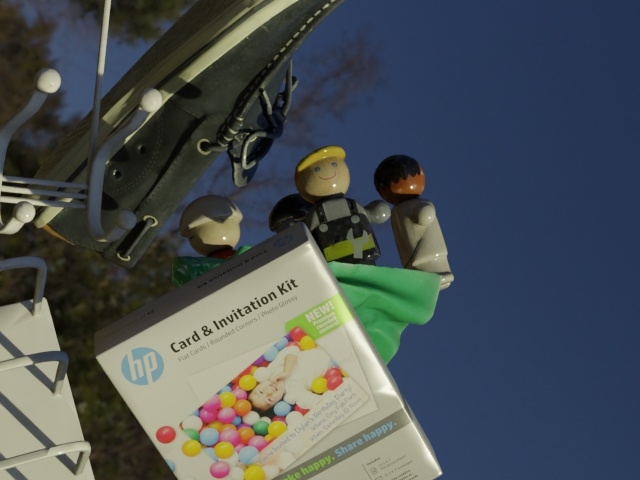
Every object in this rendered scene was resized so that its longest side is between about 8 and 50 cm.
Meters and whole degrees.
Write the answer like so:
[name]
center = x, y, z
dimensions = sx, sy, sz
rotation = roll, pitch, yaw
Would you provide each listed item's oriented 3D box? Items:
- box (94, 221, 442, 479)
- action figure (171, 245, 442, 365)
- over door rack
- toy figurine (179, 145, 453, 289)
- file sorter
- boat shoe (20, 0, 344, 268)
[box]
center = -0.029, 0.101, 0.835
dimensions = 0.186, 0.145, 0.038
rotation = 61, 2, -22
[action figure]
center = -0.023, 0.048, 1.020
dimensions = 0.063, 0.232, 0.137
rotation = 41, -76, 41
[over door rack]
center = -0.255, -0.168, 1.136
dimensions = 0.108, 0.240, 0.324
rotation = -9, -100, 42
[toy figurine]
center = 0.000, 0.000, 1.263
dimensions = 0.210, 0.213, 0.148
rotation = -27, -106, 36
[file sorter]
center = -0.246, 0.174, 0.930
dimensions = 0.173, 0.193, 0.277
rotation = 130, -55, -69
[boat shoe]
center = -0.100, -0.147, 1.370
dimensions = 0.156, 0.186, 0.500
rotation = 42, -64, -16
